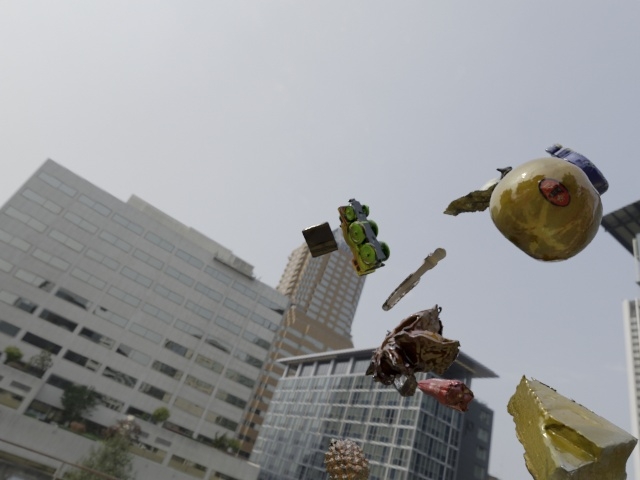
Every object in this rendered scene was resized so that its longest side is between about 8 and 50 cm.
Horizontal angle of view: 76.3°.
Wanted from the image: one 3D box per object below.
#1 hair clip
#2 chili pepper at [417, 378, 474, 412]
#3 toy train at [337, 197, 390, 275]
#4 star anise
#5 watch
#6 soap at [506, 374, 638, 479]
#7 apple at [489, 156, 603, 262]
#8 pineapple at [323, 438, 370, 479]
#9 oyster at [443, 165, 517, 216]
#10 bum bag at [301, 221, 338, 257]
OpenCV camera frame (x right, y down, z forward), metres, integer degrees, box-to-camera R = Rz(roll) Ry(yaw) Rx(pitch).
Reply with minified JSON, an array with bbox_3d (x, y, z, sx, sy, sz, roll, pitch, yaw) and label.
[{"bbox_3d":[0.245,0.106,1.089,0.034,0.226,0.072,45,-3,9],"label":"hair clip"},{"bbox_3d":[0.517,0.637,1.725,0.144,0.136,0.253,-11,-2,-23],"label":"chili pepper"},{"bbox_3d":[0.153,-0.014,1.558,0.101,0.295,0.160,-9,-23,-34],"label":"toy train"},{"bbox_3d":[0.208,0.277,0.977,0.148,0.237,0.346,39,-32,15],"label":"star anise"},{"bbox_3d":[0.631,-0.129,1.088,0.200,0.171,0.196,-41,-52,16],"label":"watch"},{"bbox_3d":[0.569,0.505,1.079,0.305,0.169,0.339,5,11,-28],"label":"soap"},{"bbox_3d":[0.383,-0.054,0.692,0.183,0.182,0.155,32,-69,-17],"label":"apple"},{"bbox_3d":[0.088,0.828,1.527,0.193,0.166,0.166,48,-6,46],"label":"pineapple"},{"bbox_3d":[0.455,-0.123,1.133,0.223,0.083,0.214,-31,-12,28],"label":"oyster"},{"bbox_3d":[0.000,0.000,1.505,0.109,0.026,0.159,-19,-42,3],"label":"bum bag"}]
